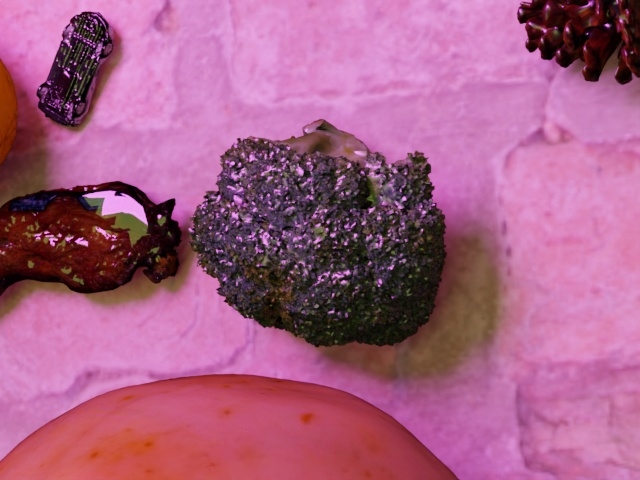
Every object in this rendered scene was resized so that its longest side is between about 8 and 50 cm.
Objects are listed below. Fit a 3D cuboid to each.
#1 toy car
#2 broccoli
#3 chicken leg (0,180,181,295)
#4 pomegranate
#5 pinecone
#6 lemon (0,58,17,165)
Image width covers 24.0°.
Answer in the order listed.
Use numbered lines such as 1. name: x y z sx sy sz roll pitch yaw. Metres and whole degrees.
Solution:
1. toy car: -0.189 -0.135 1.176 0.041 0.025 0.093 30 102 17
2. broccoli: 0.000 0.000 1.043 0.195 0.156 0.195 4 127 6
3. chicken leg: -0.219 0.017 1.173 0.253 0.051 0.106 -24 85 21
4. pomegranate: -0.053 0.275 0.944 0.411 0.411 0.411 -1 88 21
5. pinecone: 0.186 -0.155 1.005 0.109 0.102 0.102 24 98 48
6. lemon: -0.325 -0.109 1.152 0.207 0.170 0.170 34 100 12
